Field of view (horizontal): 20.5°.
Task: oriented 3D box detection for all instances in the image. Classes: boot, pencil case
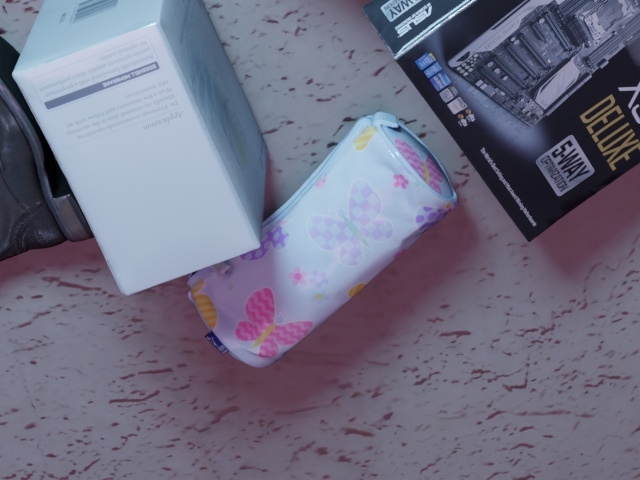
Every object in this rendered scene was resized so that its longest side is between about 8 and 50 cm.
[{"bbox_3d":[-0.354,-0.055,1.668,0.229,0.091,0.263,-20,117,8],"label":"boot"},{"bbox_3d":[0.000,0.000,1.687,0.273,0.113,0.124,-41,90,18],"label":"pencil case"}]

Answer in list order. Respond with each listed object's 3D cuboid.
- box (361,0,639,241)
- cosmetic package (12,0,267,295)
[{"bbox_3d":[0.209,-0.164,1.542,0.242,0.076,0.307,-35,139,6],"label":"box"},{"bbox_3d":[-0.149,-0.111,1.568,0.138,0.224,0.225,-19,115,9],"label":"cosmetic package"}]
